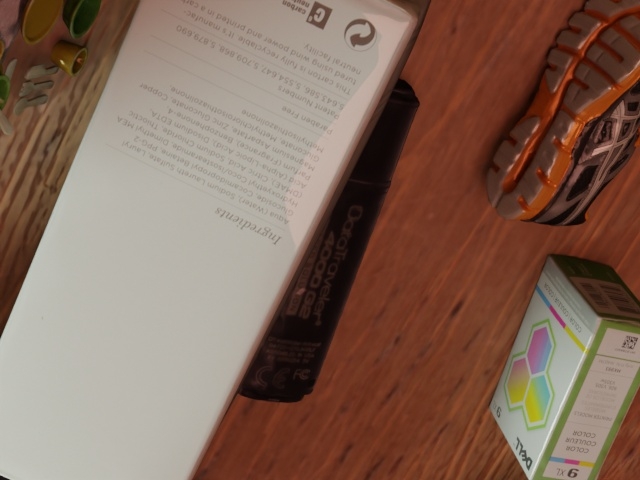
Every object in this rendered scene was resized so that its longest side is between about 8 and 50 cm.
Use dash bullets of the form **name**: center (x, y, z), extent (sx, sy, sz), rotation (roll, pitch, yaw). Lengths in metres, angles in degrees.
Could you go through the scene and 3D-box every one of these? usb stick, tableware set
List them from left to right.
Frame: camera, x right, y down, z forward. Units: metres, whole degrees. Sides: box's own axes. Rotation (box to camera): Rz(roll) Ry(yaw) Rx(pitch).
- **tableware set**: center (-0.189, -0.120, 0.883), extent (0.024, 0.154, 0.104), rotation (28, 108, 10)
- **usb stick**: center (0.000, 0.000, 1.037), extent (0.077, 0.045, 0.278), rotation (9, 113, -25)

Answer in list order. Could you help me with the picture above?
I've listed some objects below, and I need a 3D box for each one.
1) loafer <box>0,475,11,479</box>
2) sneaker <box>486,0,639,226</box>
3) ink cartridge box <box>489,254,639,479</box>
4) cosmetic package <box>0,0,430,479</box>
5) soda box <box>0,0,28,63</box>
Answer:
- **loafer**: center (-0.240, 0.167, 0.986), extent (0.134, 0.130, 0.366), rotation (-43, 123, 5)
- **sneaker**: center (0.211, -0.101, 1.023), extent (0.083, 0.084, 0.215), rotation (20, 114, -35)
- **ink cartridge box**: center (0.195, 0.130, 1.109), extent (0.062, 0.109, 0.209), rotation (11, 113, -17)
- **cosmetic package**: center (-0.077, -0.023, 0.895), extent (0.156, 0.217, 0.385), rotation (28, 107, -1)
- **soda box**: center (-0.218, -0.170, 0.897), extent (0.060, 0.053, 0.169), rotation (24, 108, -22)
